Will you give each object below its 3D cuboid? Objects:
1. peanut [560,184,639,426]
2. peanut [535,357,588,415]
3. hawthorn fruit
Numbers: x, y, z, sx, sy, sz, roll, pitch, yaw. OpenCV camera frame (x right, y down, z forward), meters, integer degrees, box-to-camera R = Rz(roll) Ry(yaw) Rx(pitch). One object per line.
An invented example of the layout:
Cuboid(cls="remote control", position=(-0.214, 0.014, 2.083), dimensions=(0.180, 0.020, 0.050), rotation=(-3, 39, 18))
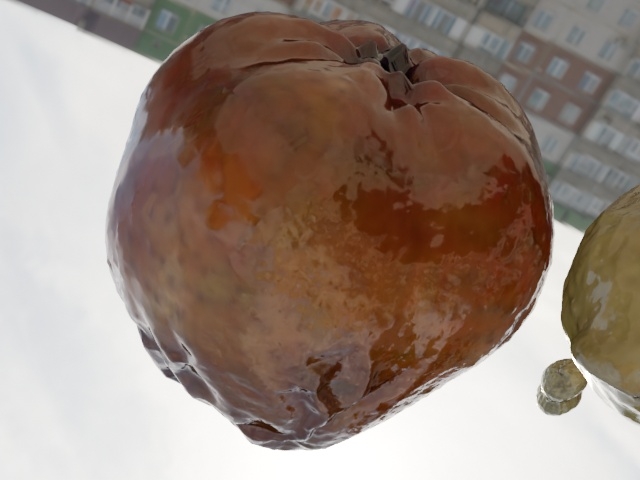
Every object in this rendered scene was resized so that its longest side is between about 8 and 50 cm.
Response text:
Cuboid(cls="peanut", position=(0.277, 0.034, 0.802), dimensions=(0.340, 0.158, 0.174), rotation=(-17, -106, -41))
Cuboid(cls="peanut", position=(0.443, 0.268, 2.014), dimensions=(0.082, 0.187, 0.082), rotation=(-1, -120, 2))
Cuboid(cls="hawthorn fruit", position=(0.000, 0.000, 1.129), dimensions=(0.472, 0.472, 0.472), rotation=(24, -156, -11))
